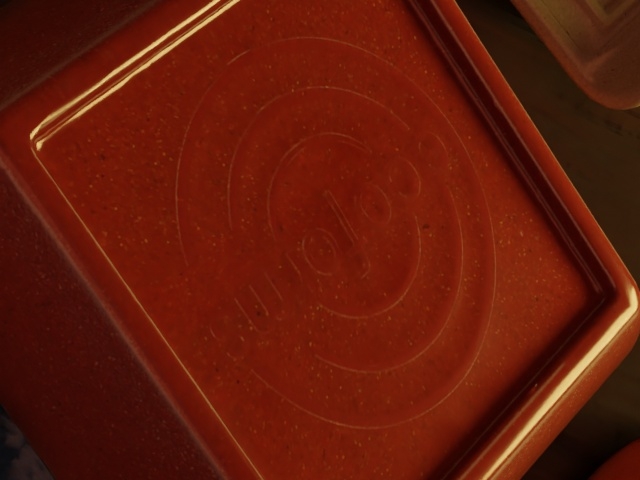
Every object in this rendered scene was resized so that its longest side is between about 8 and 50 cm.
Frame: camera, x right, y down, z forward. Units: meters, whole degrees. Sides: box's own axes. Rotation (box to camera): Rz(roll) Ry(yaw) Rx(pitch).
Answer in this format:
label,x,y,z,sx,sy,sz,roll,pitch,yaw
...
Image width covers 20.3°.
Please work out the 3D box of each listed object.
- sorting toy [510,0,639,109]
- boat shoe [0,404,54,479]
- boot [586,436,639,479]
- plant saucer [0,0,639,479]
label,x,y,z,sx,sy,sz,roll,pitch,yaw
sorting toy,0.121,-0.187,0.733,0.193,0.038,0.208,-42,97,-12
boat shoe,-0.113,0.152,0.644,0.109,0.089,0.258,10,93,-4
boot,0.156,0.156,0.739,0.085,0.059,0.158,-32,91,-11
plant saucer,0.000,0.000,0.638,0.258,0.048,0.259,-42,103,-37
